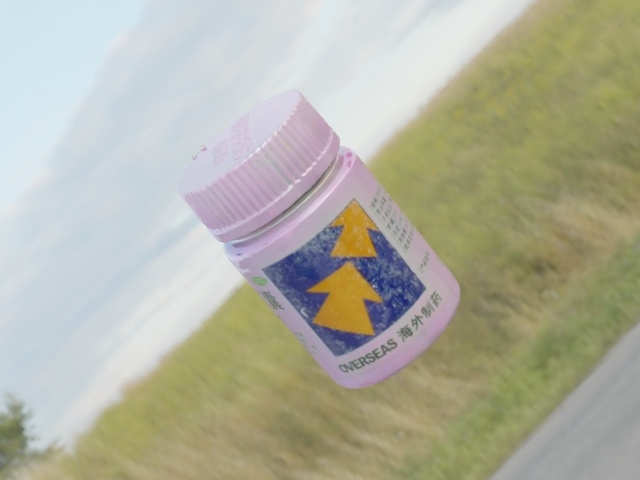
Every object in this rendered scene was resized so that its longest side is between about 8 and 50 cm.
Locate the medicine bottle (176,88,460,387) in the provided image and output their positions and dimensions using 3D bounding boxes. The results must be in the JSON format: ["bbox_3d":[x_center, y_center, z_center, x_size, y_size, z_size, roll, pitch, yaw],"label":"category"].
[{"bbox_3d":[0.000,0.000,1.489,0.178,0.291,0.178,-34,20,14],"label":"medicine bottle"}]
